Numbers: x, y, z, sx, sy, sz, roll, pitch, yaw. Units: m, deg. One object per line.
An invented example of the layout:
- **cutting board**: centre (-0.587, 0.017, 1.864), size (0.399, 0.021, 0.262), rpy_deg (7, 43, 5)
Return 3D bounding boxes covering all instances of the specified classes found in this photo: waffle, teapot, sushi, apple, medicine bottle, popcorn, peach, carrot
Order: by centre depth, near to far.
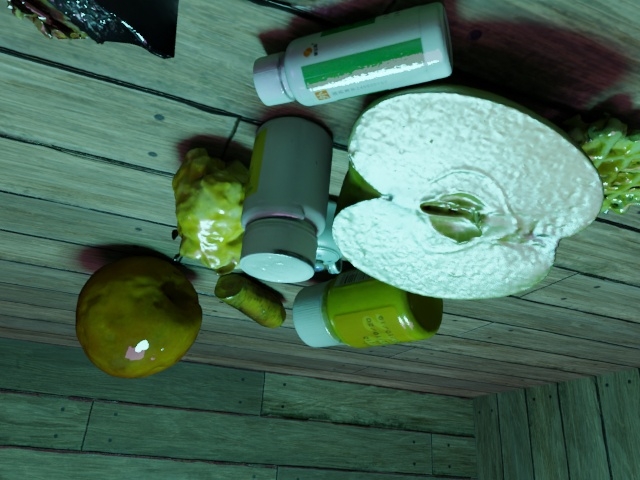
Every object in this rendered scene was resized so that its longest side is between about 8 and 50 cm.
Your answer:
- **sushi**: centre (-0.270, -0.294, 0.560), size (0.151, 0.152, 0.172), rpy_deg (8, -176, 36)
- **medicine bottle**: centre (0.039, -0.238, 0.689), size (0.260, 0.095, 0.095), rpy_deg (-6, 153, 19)
- **apple**: centre (0.209, -0.059, 0.805), size (0.361, 0.311, 0.320), rpy_deg (15, 179, 3)
- **medicine bottle**: centre (-0.057, -0.068, 0.874), size (0.144, 0.257, 0.143), rpy_deg (4, 155, 2)
- **waffle**: centre (0.458, -0.114, 0.930), size (0.298, 0.073, 0.317), rpy_deg (19, 153, -32)
- **popcorn**: centre (-0.194, -0.056, 1.014), size (0.192, 0.190, 0.253), rpy_deg (-1, 118, -20)
- **teapot**: centre (0.000, 0.000, 1.148), size (0.159, 0.158, 0.232), rpy_deg (-6, 153, 21)
- **medicine bottle**: centre (0.123, 0.185, 1.437), size (0.385, 0.224, 0.224), rpy_deg (-17, 148, 36)
- **peach**: centre (-0.521, 0.215, 1.462), size (0.302, 0.342, 0.343), rpy_deg (-31, 144, 17)
- **carrot**: centre (-0.211, 0.193, 1.642), size (0.114, 0.114, 0.302), rpy_deg (-9, 150, 24)
